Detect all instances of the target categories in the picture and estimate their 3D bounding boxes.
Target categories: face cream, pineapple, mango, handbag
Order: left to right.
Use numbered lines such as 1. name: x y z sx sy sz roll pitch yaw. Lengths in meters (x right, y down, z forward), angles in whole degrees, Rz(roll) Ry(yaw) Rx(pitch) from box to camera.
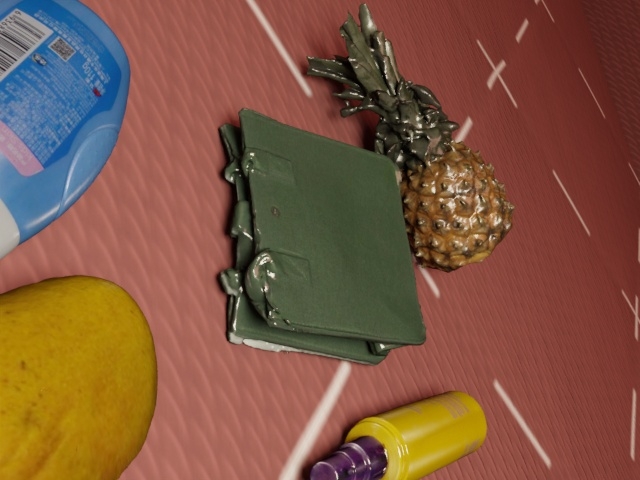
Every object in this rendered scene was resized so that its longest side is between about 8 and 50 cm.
1. face cream: -0.233 -0.075 0.489 0.149 0.083 0.264 46 40 -24
2. mango: -0.190 0.112 0.405 0.167 0.130 0.262 57 31 -5
3. handbag: 0.002 -0.001 0.752 0.260 0.079 0.248 17 56 -43
4. face cream: 0.086 0.220 0.734 0.273 0.078 0.078 2 70 -52
5. pineapple: 0.122 -0.138 0.921 0.365 0.165 0.165 58 37 -7
